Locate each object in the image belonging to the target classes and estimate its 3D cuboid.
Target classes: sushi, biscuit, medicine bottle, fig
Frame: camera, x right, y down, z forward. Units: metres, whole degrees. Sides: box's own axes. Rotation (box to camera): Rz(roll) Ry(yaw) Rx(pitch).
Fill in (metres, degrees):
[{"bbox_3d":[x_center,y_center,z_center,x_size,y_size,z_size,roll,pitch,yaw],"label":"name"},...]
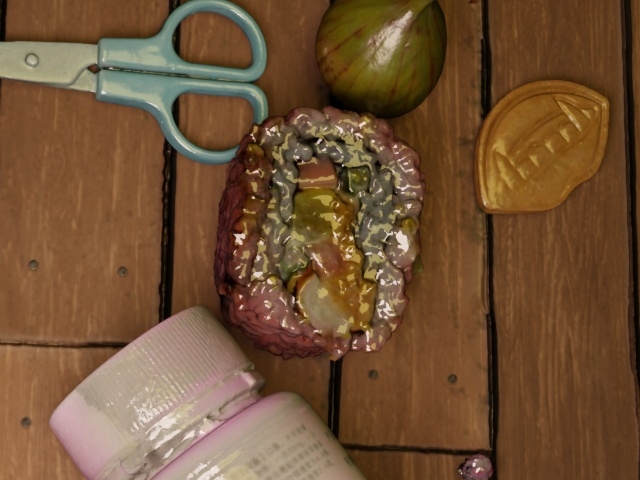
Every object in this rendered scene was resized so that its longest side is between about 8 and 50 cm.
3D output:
[{"bbox_3d":[0.000,0.000,1.728,0.237,0.171,0.270,9,77,-17],"label":"sushi"},{"bbox_3d":[0.259,-0.114,1.916,0.221,0.029,0.142,-36,90,-22],"label":"biscuit"},{"bbox_3d":[-0.102,0.239,1.597,0.241,0.241,0.302,-34,81,-22],"label":"medicine bottle"},{"bbox_3d":[0.083,-0.238,1.764,0.151,0.259,0.151,5,68,-13],"label":"fig"}]

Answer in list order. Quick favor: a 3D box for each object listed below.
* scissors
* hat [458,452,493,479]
[{"bbox_3d":[-0.272,-0.189,1.753,0.447,0.029,0.192,4,77,-18],"label":"scissors"},{"bbox_3d":[0.167,0.335,1.744,0.129,0.140,0.227,-6,47,21],"label":"hat"}]
